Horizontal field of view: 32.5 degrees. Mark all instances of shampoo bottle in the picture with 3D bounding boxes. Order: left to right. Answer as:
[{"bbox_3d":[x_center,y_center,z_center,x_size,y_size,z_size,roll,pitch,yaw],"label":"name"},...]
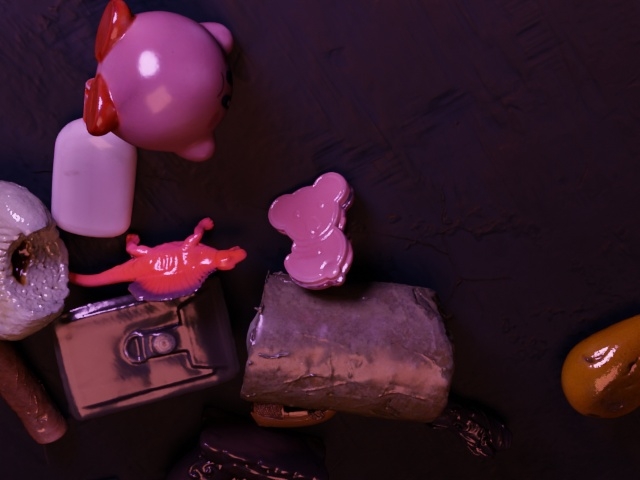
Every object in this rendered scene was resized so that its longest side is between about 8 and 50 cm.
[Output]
[{"bbox_3d":[-0.293,-0.106,1.431,0.108,0.051,0.221,9,124,-6],"label":"shampoo bottle"}]

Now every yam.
[{"bbox_3d":[-0.460,0.196,1.620,0.066,0.066,0.300,-17,129,9],"label":"yam"},{"bbox_3d":[0.042,0.149,1.545,0.300,0.195,0.195,7,124,-6],"label":"yam"}]

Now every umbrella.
[{"bbox_3d":[0.197,0.269,1.708,0.248,0.071,0.071,33,117,-21],"label":"umbrella"}]

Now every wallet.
[{"bbox_3d":[-0.241,0.152,1.523,0.245,0.052,0.169,-14,109,-14],"label":"wallet"}]

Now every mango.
[{"bbox_3d":[0.450,0.186,1.644,0.137,0.098,0.195,32,113,-18],"label":"mango"}]

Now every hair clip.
[{"bbox_3d":[-0.005,-0.008,1.463,0.123,0.138,0.102,-20,118,20],"label":"hair clip"}]

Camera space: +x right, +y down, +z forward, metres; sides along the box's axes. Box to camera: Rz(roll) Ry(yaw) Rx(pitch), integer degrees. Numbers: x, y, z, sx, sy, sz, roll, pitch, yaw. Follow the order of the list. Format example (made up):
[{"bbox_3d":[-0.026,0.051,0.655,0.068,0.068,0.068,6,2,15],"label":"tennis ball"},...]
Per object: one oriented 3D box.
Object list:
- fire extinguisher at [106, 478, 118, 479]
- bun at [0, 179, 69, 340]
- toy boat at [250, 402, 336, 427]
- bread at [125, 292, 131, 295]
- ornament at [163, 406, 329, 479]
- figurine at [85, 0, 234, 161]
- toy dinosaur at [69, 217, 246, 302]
[{"bbox_3d":[-0.374,0.408,1.801,0.083,0.022,0.028,-10,161,5],"label":"fire extinguisher"},{"bbox_3d":[-0.411,0.024,1.458,0.203,0.126,0.213,32,114,10],"label":"bun"},{"bbox_3d":[-0.034,0.259,1.699,0.149,0.047,0.049,-6,125,3],"label":"toy boat"},{"bbox_3d":[-0.257,0.161,1.597,0.083,0.094,0.157,-8,129,-2],"label":"bread"},{"bbox_3d":[-0.138,0.407,1.763,0.251,0.106,0.260,19,121,-13],"label":"ornament"},{"bbox_3d":[-0.187,-0.188,1.312,0.173,0.173,0.173,-1,125,-2],"label":"figurine"},{"bbox_3d":[-0.240,0.052,1.486,0.286,0.139,0.070,-10,127,2],"label":"toy dinosaur"}]
